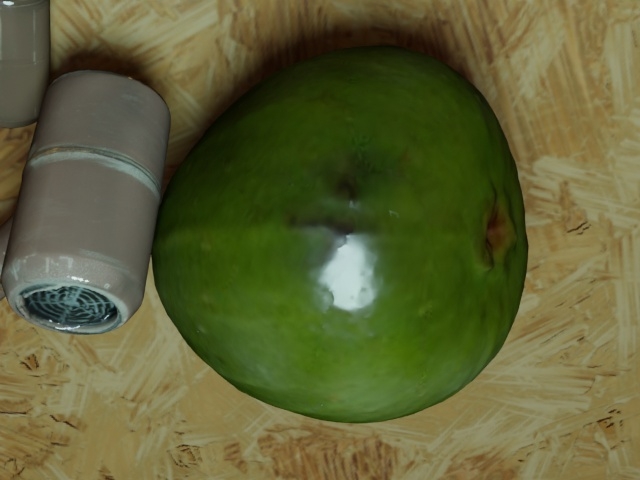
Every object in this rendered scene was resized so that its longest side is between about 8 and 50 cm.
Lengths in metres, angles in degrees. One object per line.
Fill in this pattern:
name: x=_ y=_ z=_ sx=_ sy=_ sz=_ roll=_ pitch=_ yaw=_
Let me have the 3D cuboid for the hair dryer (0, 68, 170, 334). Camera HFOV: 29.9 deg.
hair dryer: x=-0.247 y=0.020 z=0.989 sx=0.106 sy=0.189 sz=0.344 roll=24 pitch=143 yaw=-29

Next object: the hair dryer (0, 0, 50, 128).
hair dryer: x=-0.306 y=-0.159 z=0.954 sx=0.181 sy=0.064 sz=0.117 roll=8 pitch=122 yaw=-2

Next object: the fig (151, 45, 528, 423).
fig: x=0.000 y=0.000 z=0.959 sx=0.316 sy=0.316 sz=0.316 roll=-3 pitch=122 yaw=-4
